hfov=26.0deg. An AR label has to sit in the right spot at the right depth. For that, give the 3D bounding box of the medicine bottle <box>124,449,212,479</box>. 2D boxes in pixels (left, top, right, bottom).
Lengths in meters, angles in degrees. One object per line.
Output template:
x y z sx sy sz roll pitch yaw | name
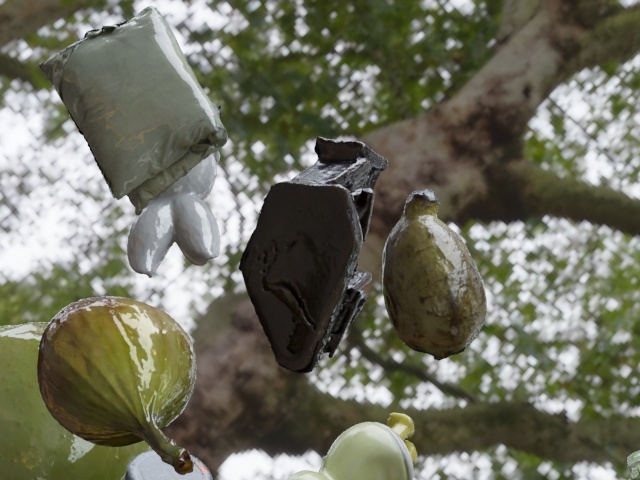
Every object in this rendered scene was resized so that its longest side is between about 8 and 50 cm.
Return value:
-0.201 0.390 1.641 0.141 0.141 0.293 29 -59 28 | medicine bottle

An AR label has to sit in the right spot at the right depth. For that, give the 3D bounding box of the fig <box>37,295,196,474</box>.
-0.172 0.129 1.308 0.160 0.143 0.230 29 -15 -30 | fig

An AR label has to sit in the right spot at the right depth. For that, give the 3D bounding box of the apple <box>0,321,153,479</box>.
-0.413 0.301 2.093 0.357 0.357 0.357 32 -31 23 | apple

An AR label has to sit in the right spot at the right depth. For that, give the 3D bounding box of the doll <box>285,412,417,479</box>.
0.028 0.352 2.028 0.117 0.296 0.141 31 -47 47 | doll

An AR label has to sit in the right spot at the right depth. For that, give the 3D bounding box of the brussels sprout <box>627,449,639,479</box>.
0.479 0.332 1.814 0.149 0.122 0.151 66 15 5 | brussels sprout

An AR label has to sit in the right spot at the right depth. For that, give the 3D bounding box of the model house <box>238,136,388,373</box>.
0.009 0.001 1.352 0.141 0.164 0.203 38 -58 17 | model house

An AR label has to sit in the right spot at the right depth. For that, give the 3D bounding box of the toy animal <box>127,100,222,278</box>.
-0.165 -0.051 1.576 0.103 0.221 0.131 3 -19 -8 | toy animal

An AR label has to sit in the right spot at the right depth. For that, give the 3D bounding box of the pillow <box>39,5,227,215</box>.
-0.181 -0.132 1.383 0.181 0.134 0.078 61 6 20 | pillow

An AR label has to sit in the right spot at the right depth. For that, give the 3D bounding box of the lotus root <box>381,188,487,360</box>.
0.136 0.044 1.730 0.138 0.138 0.214 -13 -90 57 | lotus root
